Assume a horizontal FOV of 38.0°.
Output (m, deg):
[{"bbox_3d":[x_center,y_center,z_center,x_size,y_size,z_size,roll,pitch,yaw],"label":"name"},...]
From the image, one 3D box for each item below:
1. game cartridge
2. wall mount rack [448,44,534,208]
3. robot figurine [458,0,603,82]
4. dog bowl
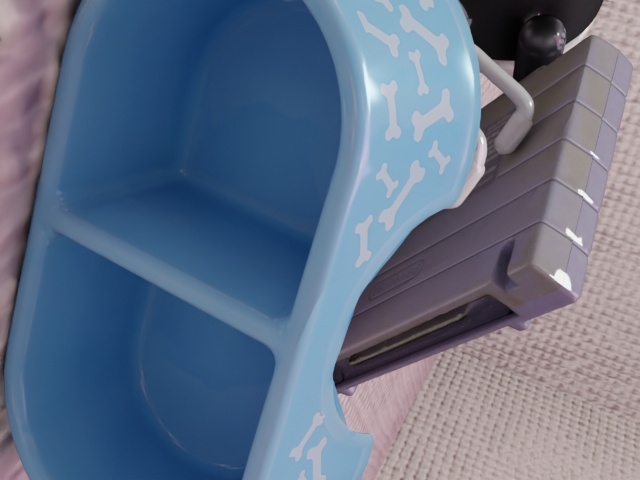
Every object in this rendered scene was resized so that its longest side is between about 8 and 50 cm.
[{"bbox_3d":[0.101,-0.001,0.774,0.355,0.068,0.230,-34,-157,54],"label":"game cartridge"},{"bbox_3d":[0.000,0.000,0.632,0.304,0.130,0.350,-46,175,24],"label":"wall mount rack"},{"bbox_3d":[0.163,-0.254,0.788,0.209,0.173,0.278,-59,165,-11],"label":"robot figurine"},{"bbox_3d":[-0.046,0.009,0.386,0.074,0.166,0.297,-18,129,-59],"label":"dog bowl"}]
